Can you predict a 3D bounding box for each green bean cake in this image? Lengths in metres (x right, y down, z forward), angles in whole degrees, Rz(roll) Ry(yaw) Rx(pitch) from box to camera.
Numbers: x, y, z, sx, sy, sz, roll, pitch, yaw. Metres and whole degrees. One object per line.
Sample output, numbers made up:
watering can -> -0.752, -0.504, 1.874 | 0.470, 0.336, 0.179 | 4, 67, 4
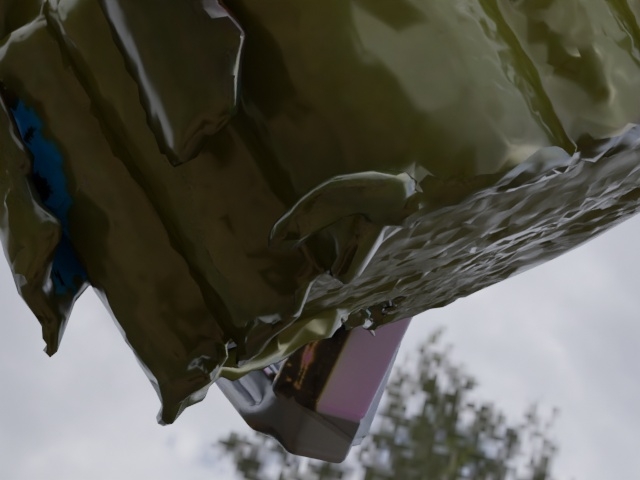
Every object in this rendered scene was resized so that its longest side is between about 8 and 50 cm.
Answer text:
green bean cake -> 0.001, -0.068, 0.617 | 0.285, 0.310, 0.202 | -35, -101, 45

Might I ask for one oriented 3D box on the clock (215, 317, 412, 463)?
clock -> 0.000, 0.000, 1.003 | 0.083, 0.186, 0.253 | 20, 10, -25
